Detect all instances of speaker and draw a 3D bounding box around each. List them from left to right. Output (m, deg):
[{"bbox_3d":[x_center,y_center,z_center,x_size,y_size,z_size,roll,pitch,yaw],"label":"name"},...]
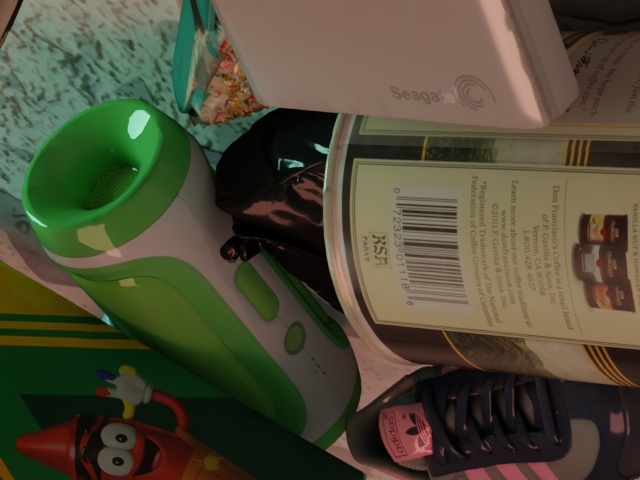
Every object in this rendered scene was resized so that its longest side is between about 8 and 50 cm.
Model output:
[{"bbox_3d":[-0.081,0.037,1.271,0.131,0.131,0.296,4,146,35],"label":"speaker"}]

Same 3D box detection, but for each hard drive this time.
[{"bbox_3d":[-0.010,-0.193,0.875,0.203,0.040,0.307,9,134,43],"label":"hard drive"}]

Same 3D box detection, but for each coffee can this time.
[{"bbox_3d":[0.169,-0.018,1.013,0.275,0.201,0.201,4,149,36],"label":"coffee can"}]

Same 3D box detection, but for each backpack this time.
[{"bbox_3d":[0.035,-0.020,1.203,0.152,0.115,0.182,-22,136,27],"label":"backpack"}]

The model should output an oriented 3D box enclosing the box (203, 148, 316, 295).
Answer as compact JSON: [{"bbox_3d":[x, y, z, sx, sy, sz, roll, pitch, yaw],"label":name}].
[{"bbox_3d":[0.000,0.000,1.350,0.324,0.067,0.063,18,154,12],"label":"box"}]

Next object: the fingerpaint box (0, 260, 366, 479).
[{"bbox_3d":[-0.230,0.190,1.363,0.371,0.163,0.445,31,152,-10],"label":"fingerpaint box"}]

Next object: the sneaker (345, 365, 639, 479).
[{"bbox_3d":[0.114,0.123,1.212,0.131,0.112,0.319,-7,169,-18],"label":"sneaker"}]

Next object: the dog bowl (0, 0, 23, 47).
[{"bbox_3d":[-0.349,-0.192,0.912,0.150,0.408,0.408,41,175,48],"label":"dog bowl"}]

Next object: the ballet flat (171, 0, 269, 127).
[{"bbox_3d":[-0.044,-0.144,1.107,0.077,0.091,0.241,-6,162,-11],"label":"ballet flat"}]

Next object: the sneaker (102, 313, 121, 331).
[{"bbox_3d":[-0.149,0.096,1.608,0.366,0.135,0.150,-17,127,42],"label":"sneaker"}]
